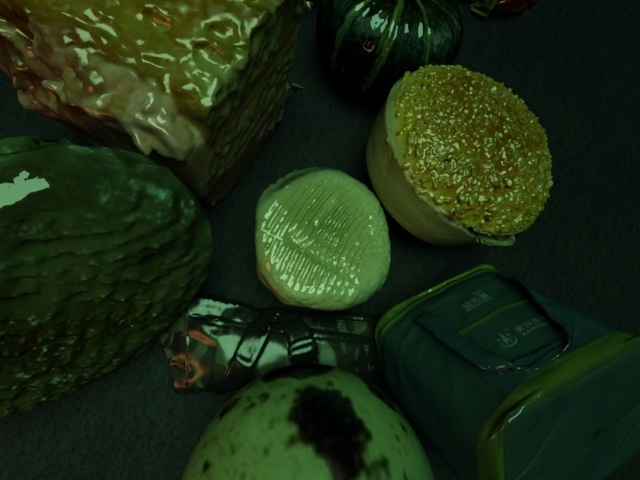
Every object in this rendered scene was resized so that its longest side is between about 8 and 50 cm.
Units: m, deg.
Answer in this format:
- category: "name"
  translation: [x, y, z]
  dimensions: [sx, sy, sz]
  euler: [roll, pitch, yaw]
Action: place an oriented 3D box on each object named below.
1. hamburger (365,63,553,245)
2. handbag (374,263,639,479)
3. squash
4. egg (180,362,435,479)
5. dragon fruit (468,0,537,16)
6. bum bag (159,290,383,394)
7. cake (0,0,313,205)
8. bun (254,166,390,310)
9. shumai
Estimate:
- category: "hamburger"
  translation: [0.214, -0.133, 0.617]
  dimensions: [0.302, 0.170, 0.301]
  euler: [12, 66, -28]
- category: "handbag"
  translation: [0.233, 0.172, 0.516]
  dimensions: [0.263, 0.241, 0.222]
  euler: [-25, 115, -15]
- category: "squash"
  translation: [0.115, -0.364, 0.691]
  dimensions: [0.253, 0.165, 0.251]
  euler: [5, 64, -10]
- category: "egg"
  translation: [-0.011, 0.326, 0.442]
  dimensions: [0.288, 0.287, 0.378]
  euler: [-11, 98, -12]
- category: "dragon fruit"
  translation: [0.377, -0.578, 0.793]
  dimensions: [0.317, 0.152, 0.204]
  euler: [-17, 82, -13]
- category: "bum bag"
  translation: [-0.063, 0.159, 0.579]
  dimensions: [0.341, 0.095, 0.143]
  euler: [10, 73, -10]
- category: "cake"
  translation: [-0.213, -0.235, 0.539]
  dimensions: [0.315, 0.307, 0.293]
  euler: [31, 78, -3]
- category: "bun"
  translation: [0.000, 0.000, 0.605]
  dimensions: [0.221, 0.134, 0.220]
  euler: [5, 75, -21]
- category: "shumai"
  translation: [-0.353, -0.003, 0.463]
  dimensions: [0.397, 0.324, 0.323]
  euler: [-42, 62, 4]
